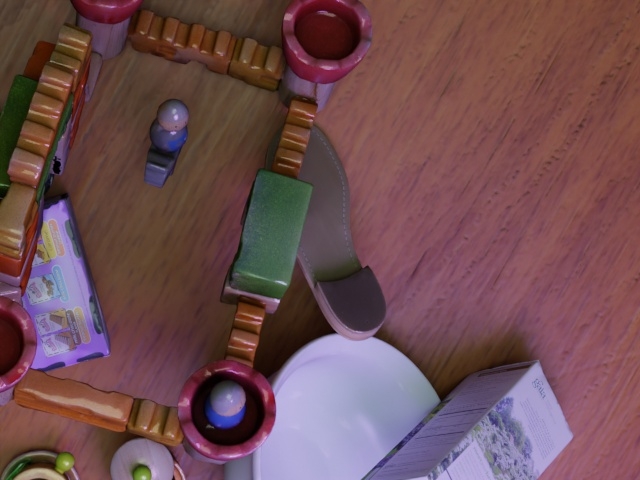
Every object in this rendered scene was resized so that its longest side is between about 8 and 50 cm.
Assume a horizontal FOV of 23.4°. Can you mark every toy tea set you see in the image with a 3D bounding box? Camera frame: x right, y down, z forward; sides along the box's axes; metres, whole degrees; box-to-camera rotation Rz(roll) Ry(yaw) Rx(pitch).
[{"bbox_3d":[-0.270,0.336,1.571,0.200,0.124,0.336,27,95,-9],"label":"toy tea set"}]

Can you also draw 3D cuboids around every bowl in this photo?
[{"bbox_3d":[0.001,0.248,1.551,0.134,0.298,0.298,-17,104,42],"label":"bowl"}]

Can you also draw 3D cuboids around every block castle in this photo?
[{"bbox_3d":[-0.147,-0.044,1.399,0.303,0.213,0.453,16,71,-5],"label":"block castle"}]

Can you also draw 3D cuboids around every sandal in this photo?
[{"bbox_3d":[-0.006,0.001,1.570,0.088,0.079,0.240,-13,68,-22],"label":"sandal"}]

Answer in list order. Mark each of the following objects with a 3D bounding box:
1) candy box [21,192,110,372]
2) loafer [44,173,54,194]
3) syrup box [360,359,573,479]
[{"bbox_3d":[-0.326,0.058,1.551,0.196,0.070,0.165,-15,100,-4],"label":"candy box"},{"bbox_3d":[-0.360,-0.113,1.518,0.223,0.078,0.076,34,94,-10],"label":"loafer"},{"bbox_3d":[0.149,0.219,1.545,0.096,0.237,0.093,-16,104,41],"label":"syrup box"}]
